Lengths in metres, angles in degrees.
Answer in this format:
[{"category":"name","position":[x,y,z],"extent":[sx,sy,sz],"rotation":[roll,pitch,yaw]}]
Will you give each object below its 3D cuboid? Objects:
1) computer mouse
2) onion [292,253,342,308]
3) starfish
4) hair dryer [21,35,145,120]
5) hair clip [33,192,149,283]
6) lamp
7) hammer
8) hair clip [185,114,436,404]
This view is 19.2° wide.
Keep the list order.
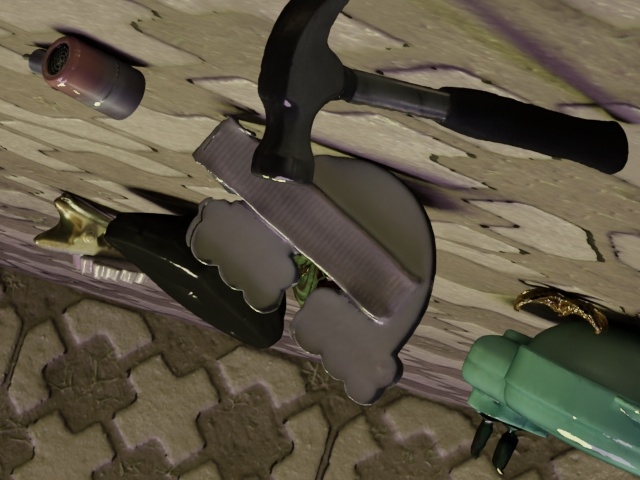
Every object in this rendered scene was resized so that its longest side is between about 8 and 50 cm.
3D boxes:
[{"category":"computer mouse","position":[-0.114,0.026,1.977],"extent":[0.137,0.086,0.270],"rotation":[20,166,32]},{"category":"onion","position":[0.031,0.013,1.419],"extent":[0.118,0.117,0.118],"rotation":[7,-163,-2]},{"category":"starfish","position":[0.218,0.062,1.675],"extent":[0.091,0.028,0.078],"rotation":[17,179,-16]},{"category":"hair dryer","position":[-0.174,-0.116,1.272],"extent":[0.063,0.037,0.114],"rotation":[27,176,-41]},{"category":"hair clip","position":[-0.192,0.016,2.187],"extent":[0.292,0.084,0.106],"rotation":[16,-168,-23]},{"category":"lamp","position":[0.255,0.152,1.774],"extent":[0.284,0.147,0.209],"rotation":[-1,159,45]},{"category":"hammer","position":[0.070,-0.067,0.910],"extent":[0.246,0.103,0.029],"rotation":[6,-178,-43]},{"category":"hair clip","position":[0.000,0.000,1.333],"extent":[0.220,0.140,0.054],"rotation":[42,180,-9]}]
